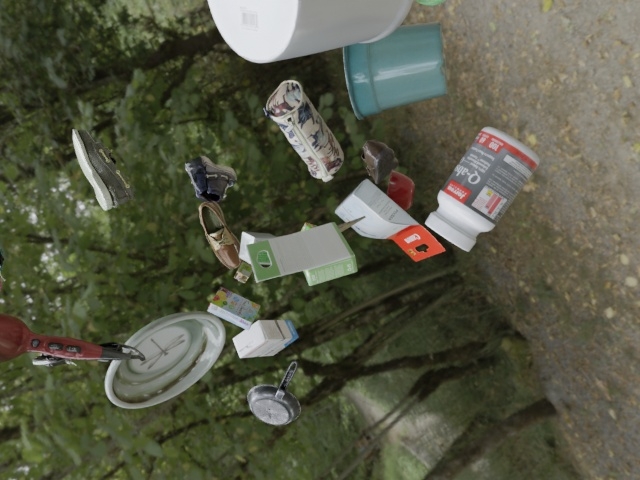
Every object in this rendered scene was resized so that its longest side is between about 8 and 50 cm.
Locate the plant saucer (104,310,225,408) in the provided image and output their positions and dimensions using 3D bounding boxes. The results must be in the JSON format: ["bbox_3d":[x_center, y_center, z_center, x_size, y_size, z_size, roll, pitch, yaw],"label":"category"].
[{"bbox_3d":[-0.494,0.353,1.746,0.100,0.400,0.400,44,165,31],"label":"plant saucer"}]

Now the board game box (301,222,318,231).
[{"bbox_3d":[0.000,0.000,2.191,0.092,0.043,0.181,16,-158,-32],"label":"board game box"}]

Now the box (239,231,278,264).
[{"bbox_3d":[-0.189,0.025,1.750,0.102,0.101,0.087,20,104,58],"label":"box"}]

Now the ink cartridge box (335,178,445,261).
[{"bbox_3d":[0.248,-0.041,2.083,0.385,0.091,0.308,42,165,-2],"label":"ink cartridge box"}]

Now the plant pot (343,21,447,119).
[{"bbox_3d":[0.284,-0.631,2.019,0.341,0.333,0.342,-4,-90,-74],"label":"plant pot"}]

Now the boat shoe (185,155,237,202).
[{"bbox_3d":[-0.422,-0.218,2.229,0.340,0.127,0.158,14,-124,-71],"label":"boat shoe"}]

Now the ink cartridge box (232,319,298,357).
[{"bbox_3d":[-0.205,0.368,2.089,0.203,0.148,0.086,15,-136,-57],"label":"ink cartridge box"}]

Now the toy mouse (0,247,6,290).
[{"bbox_3d":[-0.769,0.075,1.305,0.143,0.031,0.161,139,128,-66],"label":"toy mouse"}]

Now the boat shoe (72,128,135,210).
[{"bbox_3d":[-0.632,-0.214,1.603,0.305,0.091,0.109,54,149,26],"label":"boat shoe"}]

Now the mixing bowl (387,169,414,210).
[{"bbox_3d":[0.319,-0.185,2.197,0.181,0.098,0.182,9,-90,-80],"label":"mixing bowl"}]

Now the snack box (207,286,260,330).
[{"bbox_3d":[-0.266,0.209,1.716,0.141,0.037,0.100,27,-152,-3],"label":"snack box"}]

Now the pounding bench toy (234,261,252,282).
[{"bbox_3d":[-0.311,0.141,2.204,0.052,0.083,0.065,28,143,-8],"label":"pounding bench toy"}]

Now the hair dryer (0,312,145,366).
[{"bbox_3d":[-0.452,0.160,0.916,0.293,0.223,0.080,35,-130,-65],"label":"hair dryer"}]

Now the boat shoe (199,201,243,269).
[{"bbox_3d":[-0.447,-0.021,2.432,0.324,0.122,0.120,62,-178,-3],"label":"boat shoe"}]

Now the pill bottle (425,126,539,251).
[{"bbox_3d":[0.507,-0.158,1.773,0.210,0.363,0.210,32,-170,-6],"label":"pill bottle"}]

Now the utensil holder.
[{"bbox_3d":[-0.020,-0.596,1.266,0.327,0.385,0.328,25,129,36],"label":"utensil holder"}]

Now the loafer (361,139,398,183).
[{"bbox_3d":[0.255,-0.360,2.441,0.130,0.134,0.366,48,177,12],"label":"loafer"}]

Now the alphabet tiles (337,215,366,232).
[{"bbox_3d":[-0.005,-0.006,1.598,0.237,0.198,0.009,-18,101,58],"label":"alphabet tiles"}]

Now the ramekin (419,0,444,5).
[{"bbox_3d":[0.286,-0.849,1.610,0.303,0.148,0.304,25,118,59],"label":"ramekin"}]

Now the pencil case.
[{"bbox_3d":[-0.050,-0.398,2.088,0.410,0.159,0.184,50,-141,-50],"label":"pencil case"}]

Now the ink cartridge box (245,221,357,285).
[{"bbox_3d":[-0.049,0.042,1.334,0.171,0.235,0.056,-118,14,-56],"label":"ink cartridge box"}]

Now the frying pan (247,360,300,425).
[{"bbox_3d":[-0.125,0.553,1.925,0.197,0.326,0.053,43,-146,-14],"label":"frying pan"}]
